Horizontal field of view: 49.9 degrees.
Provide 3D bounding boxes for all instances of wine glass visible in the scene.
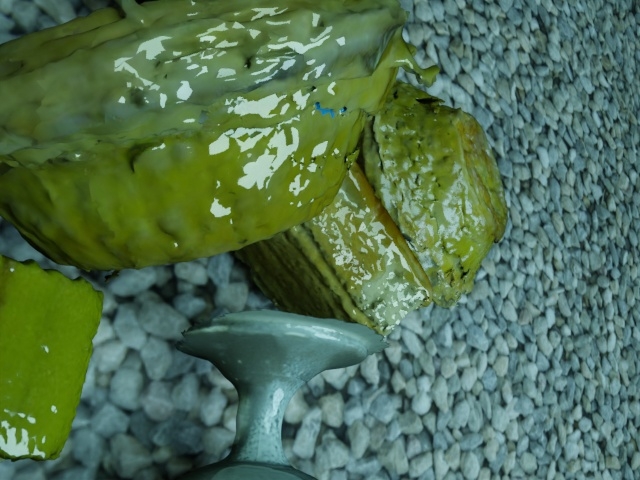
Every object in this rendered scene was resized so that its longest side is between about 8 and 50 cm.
[{"bbox_3d":[-0.054,0.242,0.593,0.238,0.238,0.323,17,66,-39],"label":"wine glass"}]

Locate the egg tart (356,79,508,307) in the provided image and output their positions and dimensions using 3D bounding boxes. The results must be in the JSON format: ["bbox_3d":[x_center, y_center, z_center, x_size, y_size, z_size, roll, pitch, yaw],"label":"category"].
[{"bbox_3d":[0.148,-0.069,0.845,0.294,0.123,0.294,42,37,-44],"label":"egg tart"}]

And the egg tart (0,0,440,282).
[{"bbox_3d":[-0.105,-0.085,0.512,0.387,0.387,0.169,-27,110,-41],"label":"egg tart"}]

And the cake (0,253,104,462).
[{"bbox_3d":[-0.283,0.063,0.437,0.260,0.179,0.156,34,58,-52],"label":"cake"}]

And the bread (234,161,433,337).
[{"bbox_3d":[0.000,0.000,0.719,0.121,0.174,0.246,-44,107,-37],"label":"bread"}]
